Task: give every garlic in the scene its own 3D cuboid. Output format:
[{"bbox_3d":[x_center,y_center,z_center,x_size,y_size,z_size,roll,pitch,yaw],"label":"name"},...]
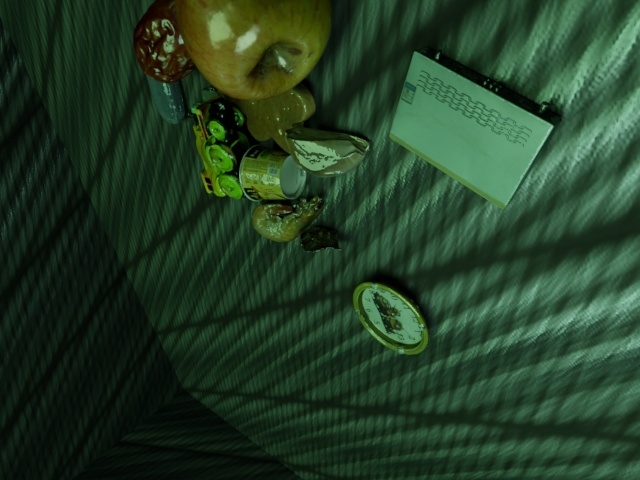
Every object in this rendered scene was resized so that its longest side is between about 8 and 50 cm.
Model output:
[{"bbox_3d":[0.013,-0.193,1.084,0.195,0.087,0.101,14,137,18],"label":"garlic"}]

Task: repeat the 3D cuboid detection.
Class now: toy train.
[{"bbox_3d":[-0.267,-0.244,1.284,0.160,0.100,0.296,17,136,27],"label":"toy train"}]

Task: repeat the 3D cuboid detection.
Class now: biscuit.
[{"bbox_3d":[-0.150,-0.374,1.167,0.355,0.052,0.275,42,145,19],"label":"biscuit"}]

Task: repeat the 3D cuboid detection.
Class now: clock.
[{"bbox_3d":[0.189,0.193,1.249,0.237,0.057,0.237,30,140,29],"label":"clock"}]

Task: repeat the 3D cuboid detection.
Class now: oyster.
[{"bbox_3d":[-0.004,-0.001,1.274,0.177,0.105,0.056,-121,26,-74],"label":"oyster"}]

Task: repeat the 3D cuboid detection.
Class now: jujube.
[{"bbox_3d":[-0.385,-0.511,1.224,0.250,0.174,0.174,-11,111,55],"label":"jujube"}]

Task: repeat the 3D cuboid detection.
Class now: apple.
[{"bbox_3d":[-0.133,-0.435,0.899,0.275,0.298,0.299,55,146,14],"label":"apple"}]

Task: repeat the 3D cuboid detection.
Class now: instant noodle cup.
[{"bbox_3d":[-0.118,-0.167,1.230,0.122,0.151,0.152,14,129,33],"label":"instant noodle cup"}]

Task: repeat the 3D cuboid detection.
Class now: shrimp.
[{"bbox_3d":[-0.097,-0.073,1.316,0.152,0.063,0.287,31,144,-17],"label":"shrimp"}]

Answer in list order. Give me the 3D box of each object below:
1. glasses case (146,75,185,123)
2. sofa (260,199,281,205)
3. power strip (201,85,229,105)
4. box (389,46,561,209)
[{"bbox_3d":[-0.476,-0.488,1.435,0.109,0.067,0.283,22,132,33],"label":"glasses case"},{"bbox_3d":[-0.148,-0.154,1.342,0.039,0.060,0.118,16,130,31],"label":"sofa"},{"bbox_3d":[-0.278,-0.313,1.366,0.078,0.052,0.272,26,137,34],"label":"power strip"},{"bbox_3d":[0.258,-0.202,0.847,0.270,0.045,0.211,37,141,23],"label":"box"}]
